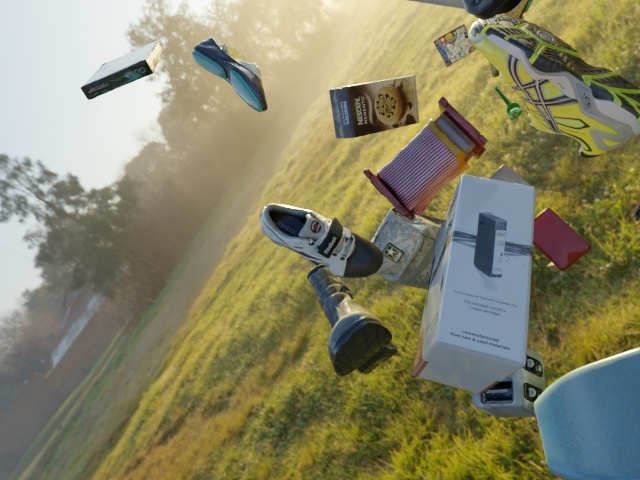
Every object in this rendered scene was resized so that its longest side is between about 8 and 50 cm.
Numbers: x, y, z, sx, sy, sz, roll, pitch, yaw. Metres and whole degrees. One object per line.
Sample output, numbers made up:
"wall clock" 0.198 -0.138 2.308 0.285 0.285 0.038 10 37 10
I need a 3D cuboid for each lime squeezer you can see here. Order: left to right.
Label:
"lime squeezer" 0.775 -0.539 1.779 0.058 0.110 0.311 -25 28 26

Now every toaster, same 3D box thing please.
"toaster" 0.506 0.385 1.203 0.185 0.110 0.168 -24 44 46

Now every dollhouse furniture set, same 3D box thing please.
"dollhouse furniture set" 0.287 -0.058 0.827 0.201 0.374 0.152 -45 -14 12

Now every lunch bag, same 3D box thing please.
"lunch bag" 0.310 0.028 1.539 0.169 0.286 0.235 -101 32 -51

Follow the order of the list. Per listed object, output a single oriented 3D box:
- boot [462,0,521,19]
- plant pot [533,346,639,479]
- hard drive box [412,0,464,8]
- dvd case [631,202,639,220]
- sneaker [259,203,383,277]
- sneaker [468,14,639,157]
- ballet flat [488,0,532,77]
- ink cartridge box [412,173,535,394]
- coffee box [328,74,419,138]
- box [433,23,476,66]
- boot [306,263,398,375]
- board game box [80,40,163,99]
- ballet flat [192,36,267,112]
"boot" 0.389 -0.472 0.667 0.349 0.259 0.131 -69 22 10
"plant pot" 0.601 0.403 0.907 0.252 0.247 0.248 -26 41 33
"hard drive box" 0.267 -0.551 0.833 0.232 0.089 0.181 33 96 35
"dvd case" 0.793 -0.135 0.938 0.221 0.165 0.018 -23 53 0
"sneaker" 0.000 0.000 1.079 0.146 0.330 0.123 95 -165 -78
"sneaker" 0.445 -0.302 0.877 0.145 0.384 0.147 -43 -12 -35
"ballet flat" 0.523 -0.634 1.223 0.349 0.123 0.123 100 -172 -49
"ink cartridge box" 0.231 0.068 0.674 0.197 0.114 0.273 87 -161 -61
"coffee box" 0.190 -0.462 1.524 0.296 0.168 0.118 -20 20 -28
"box" 0.440 -0.634 1.432 0.137 0.094 0.027 -35 8 -24
"boot" 0.025 0.100 0.618 0.083 0.161 0.246 -36 -24 0
"board game box" -0.367 -0.325 0.831 0.126 0.026 0.186 -22 35 2
"ballet flat" -0.163 -0.334 0.867 0.074 0.203 0.074 -47 -14 -15
